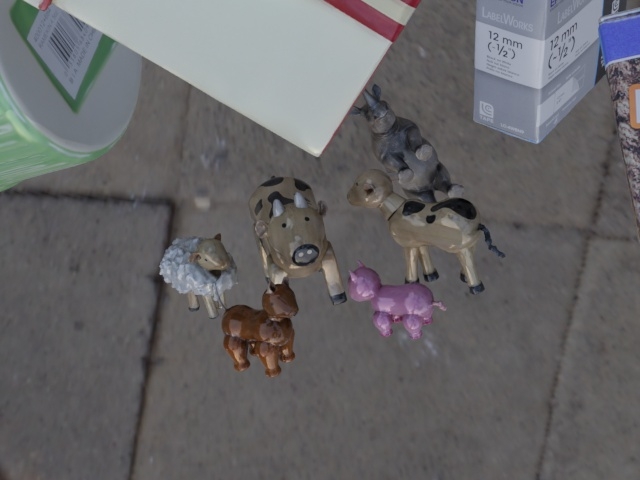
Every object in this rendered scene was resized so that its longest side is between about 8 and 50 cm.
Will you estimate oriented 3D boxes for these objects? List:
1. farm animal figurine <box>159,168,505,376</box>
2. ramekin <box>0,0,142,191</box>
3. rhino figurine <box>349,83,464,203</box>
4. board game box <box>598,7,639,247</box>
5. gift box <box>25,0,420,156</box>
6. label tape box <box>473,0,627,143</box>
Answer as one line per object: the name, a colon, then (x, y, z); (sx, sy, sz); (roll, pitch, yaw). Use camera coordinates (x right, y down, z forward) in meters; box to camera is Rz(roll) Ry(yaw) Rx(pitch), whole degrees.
farm animal figurine: (0.000, 0.000, 1.654); (0.330, 0.327, 0.172); (-23, 116, -20)
ramekin: (-0.312, -0.204, 1.410); (0.148, 0.303, 0.303); (-7, 111, 27)
rhino figurine: (0.108, -0.124, 1.870); (0.073, 0.106, 0.243); (-38, 128, 3)
board game box: (0.241, 0.054, 0.689); (0.141, 0.291, 0.232); (-11, 154, 13)
gift box: (-0.043, -0.248, 0.843); (0.258, 0.255, 0.276); (28, 104, -10)
label tape box: (0.317, -0.343, 1.875); (0.115, 0.249, 0.347); (25, 138, 27)
